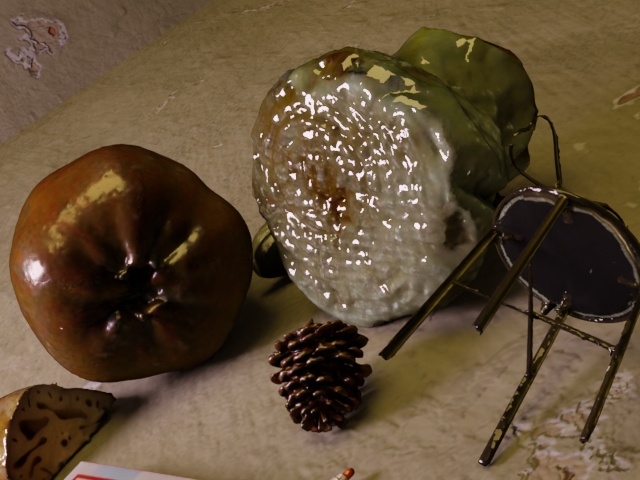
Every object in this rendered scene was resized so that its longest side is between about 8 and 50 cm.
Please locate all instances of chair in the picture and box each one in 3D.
[{"bbox_3d":[0.200,0.017,1.002,0.326,0.160,0.170,-49,12,-33],"label":"chair"}]

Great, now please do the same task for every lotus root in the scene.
[{"bbox_3d":[-0.328,0.209,1.328,0.135,0.095,0.159,-17,20,33],"label":"lotus root"}]

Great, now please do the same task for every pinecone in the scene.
[{"bbox_3d":[-0.004,0.126,1.126,0.102,0.102,0.109,-16,36,27],"label":"pinecone"}]

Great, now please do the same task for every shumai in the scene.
[{"bbox_3d":[0.107,-0.084,1.257,0.309,0.304,0.263,31,44,33],"label":"shumai"}]

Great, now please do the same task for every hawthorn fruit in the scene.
[{"bbox_3d":[-0.225,0.016,1.379,0.267,0.268,0.301,-33,19,-10],"label":"hawthorn fruit"}]

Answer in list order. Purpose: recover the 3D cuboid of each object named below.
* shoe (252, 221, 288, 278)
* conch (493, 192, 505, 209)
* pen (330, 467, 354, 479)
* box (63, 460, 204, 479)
[{"bbox_3d":[0.000,0.000,1.411,0.169,0.071,0.099,-29,26,-8],"label":"shoe"},{"bbox_3d":[0.117,-0.068,1.393,0.080,0.086,0.232,-3,3,-42],"label":"conch"},{"bbox_3d":[-0.051,0.261,0.994,0.218,0.026,0.026,-38,25,-21],"label":"pen"},{"bbox_3d":[-0.191,0.270,1.101,0.229,0.050,0.123,-4,32,44],"label":"box"}]
